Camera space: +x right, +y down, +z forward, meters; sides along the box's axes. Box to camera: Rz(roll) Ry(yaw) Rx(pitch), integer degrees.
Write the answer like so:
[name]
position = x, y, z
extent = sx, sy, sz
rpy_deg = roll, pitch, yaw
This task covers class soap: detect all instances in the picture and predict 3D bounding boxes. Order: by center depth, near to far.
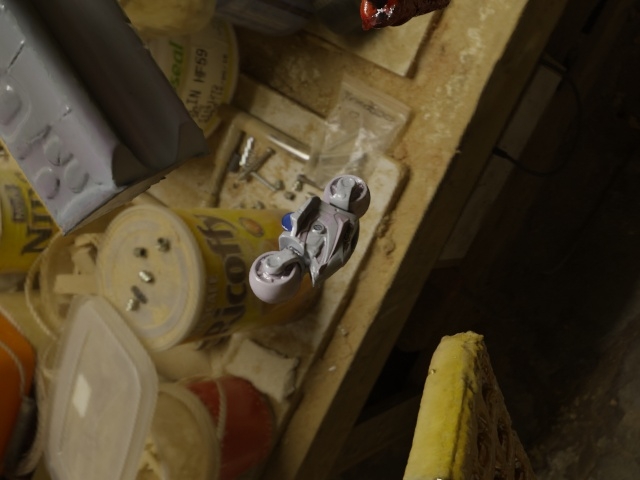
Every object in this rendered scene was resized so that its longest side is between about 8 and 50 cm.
[soap]
position = -0.454, -0.263, 1.278
extent = 0.350, 0.213, 0.435
rpy_deg = -16, 107, 51

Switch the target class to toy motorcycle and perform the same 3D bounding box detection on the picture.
[toy motorcycle]
position = 0.000, 0.000, 1.018
extent = 0.112, 0.254, 0.112
rpy_deg = 29, 146, 21

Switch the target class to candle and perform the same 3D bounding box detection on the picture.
[candle]
position = 0.115, -0.304, 0.897
extent = 0.051, 0.329, 0.048
rpy_deg = -19, 101, 30

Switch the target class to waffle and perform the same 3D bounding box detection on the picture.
[waffle]
position = 0.152, 0.242, 0.657
extent = 0.055, 0.221, 0.247
rpy_deg = -15, 109, 24
